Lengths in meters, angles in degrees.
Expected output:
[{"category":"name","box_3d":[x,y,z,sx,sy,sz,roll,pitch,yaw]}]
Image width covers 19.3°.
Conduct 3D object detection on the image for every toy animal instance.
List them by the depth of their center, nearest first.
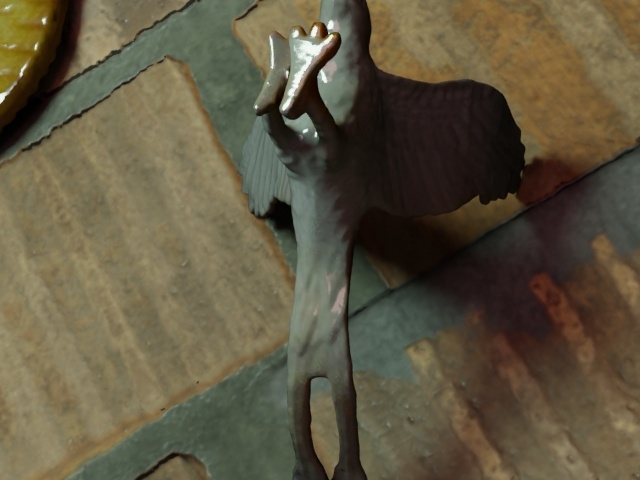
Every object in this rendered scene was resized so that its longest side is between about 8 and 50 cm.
[{"category":"toy animal","box_3d":[-0.005,-0.015,1.269,0.225,0.302,0.284,3,59,17]}]

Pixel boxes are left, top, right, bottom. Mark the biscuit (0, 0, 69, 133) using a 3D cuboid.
[{"category":"biscuit","box_3d":[-0.362,-0.179,1.621,0.318,0.040,0.317,-9,60,15]}]
